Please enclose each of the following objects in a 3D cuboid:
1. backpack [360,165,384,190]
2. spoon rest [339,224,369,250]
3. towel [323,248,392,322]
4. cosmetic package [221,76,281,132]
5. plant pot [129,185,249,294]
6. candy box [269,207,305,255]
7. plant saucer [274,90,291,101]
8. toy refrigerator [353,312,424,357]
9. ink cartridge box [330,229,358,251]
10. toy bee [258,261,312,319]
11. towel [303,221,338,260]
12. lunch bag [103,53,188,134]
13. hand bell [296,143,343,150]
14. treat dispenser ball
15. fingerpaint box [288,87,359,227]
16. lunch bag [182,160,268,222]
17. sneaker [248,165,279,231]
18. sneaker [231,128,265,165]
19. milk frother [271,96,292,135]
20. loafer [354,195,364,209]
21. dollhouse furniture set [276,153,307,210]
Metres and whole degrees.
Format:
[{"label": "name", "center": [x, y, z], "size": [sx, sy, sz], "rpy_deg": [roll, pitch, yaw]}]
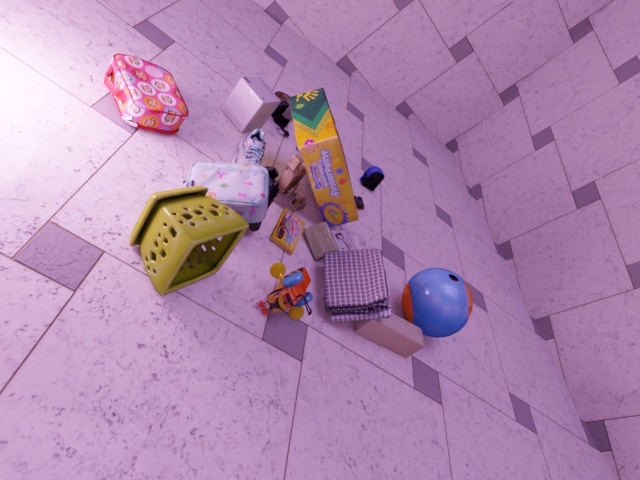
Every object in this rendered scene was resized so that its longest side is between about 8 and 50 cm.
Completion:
[{"label": "backpack", "center": [0.284, -0.353, 2.467], "size": [0.097, 0.120, 0.101], "rpy_deg": [22, 40, -32]}, {"label": "spoon rest", "center": [0.145, -0.030, 2.010], "size": [0.137, 0.084, 0.277], "rpy_deg": [2, 66, -47]}, {"label": "towel", "center": [0.126, 0.152, 1.633], "size": [0.234, 0.121, 0.284], "rpy_deg": [-3, 43, 0]}, {"label": "cosmetic package", "center": [-0.308, -0.601, 1.993], "size": [0.151, 0.183, 0.151], "rpy_deg": [50, 32, 5]}, {"label": "plant pot", "center": [-0.376, -0.019, 1.249], "size": [0.207, 0.227, 0.228], "rpy_deg": [48, 32, 13]}, {"label": "candy box", "center": [-0.124, -0.037, 1.735], "size": [0.105, 0.027, 0.206], "rpy_deg": [40, 33, -16]}, {"label": "plant saucer", "center": [-0.174, -0.717, 2.414], "size": [0.198, 0.036, 0.199], "rpy_deg": [30, 35, -24]}, {"label": "toy refrigerator", "center": [0.259, 0.337, 1.700], "size": [0.269, 0.102, 0.094], "rpy_deg": [29, 36, -24]}, {"label": "ink cartridge box", "center": [0.071, 0.017, 1.867], "size": [0.150, 0.063, 0.109], "rpy_deg": [-5, 57, -50]}, {"label": "toy bee", "center": [-0.117, 0.164, 1.426], "size": [0.298, 0.162, 0.195], "rpy_deg": [39, 30, -81]}, {"label": "towel", "center": [0.000, 0.000, 1.780], "size": [0.027, 0.110, 0.148], "rpy_deg": [81, -13, -66]}, {"label": "lunch bag", "center": [-0.631, -0.523, 1.593], "size": [0.258, 0.120, 0.293], "rpy_deg": [-1, 55, -49]}, {"label": "hand bell", "center": [-0.018, -0.459, 2.278], "size": [0.241, 0.126, 0.126], "rpy_deg": [-2, 55, -35]}, {"label": "treat dispenser ball", "center": [0.484, 0.257, 1.872], "size": [0.288, 0.288, 0.288], "rpy_deg": [30, 36, -24]}, {"label": "fingerpaint box", "center": [0.020, -0.339, 1.878], "size": [0.445, 0.163, 0.371], "rpy_deg": [70, 6, -46]}, {"label": "lunch bag", "center": [-0.311, -0.170, 1.492], "size": [0.279, 0.108, 0.224], "rpy_deg": [5, 48, -7]}, {"label": "sneaker", "center": [-0.215, -0.164, 1.624], "size": [0.109, 0.130, 0.287], "rpy_deg": [62, 25, -57]}, {"label": "sneaker", "center": [-0.279, -0.351, 1.806], "size": [0.110, 0.122, 0.283], "rpy_deg": [26, 41, -30]}, {"label": "milk frother", "center": [-0.158, -0.610, 2.221], "size": [0.143, 0.135, 0.129], "rpy_deg": [49, 33, 4]}, {"label": "loafer", "center": [0.164, -0.181, 2.197], "size": [0.170, 0.062, 0.061], "rpy_deg": [-7, 64, -50]}, {"label": "dollhouse furniture set", "center": [-0.073, -0.243, 1.858], "size": [0.101, 0.182, 0.161], "rpy_deg": [-25, 74, -44]}]
